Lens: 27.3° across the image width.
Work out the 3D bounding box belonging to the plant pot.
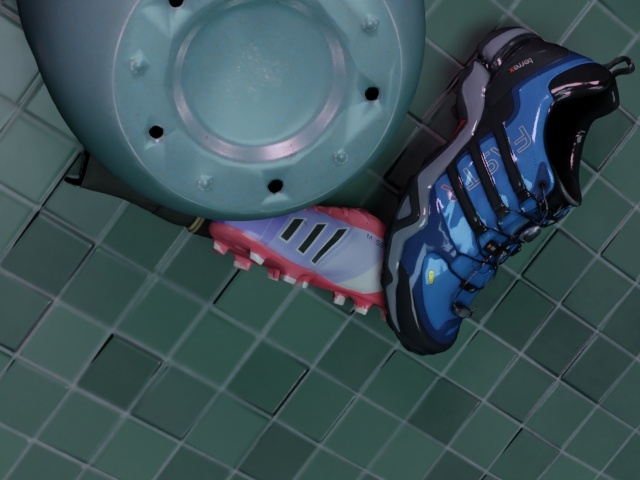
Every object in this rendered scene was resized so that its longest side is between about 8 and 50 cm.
[{"bbox_3d":[-0.061,-0.146,0.903,0.293,0.235,0.293,-5,117,-10],"label":"plant pot"}]

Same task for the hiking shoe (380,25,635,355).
[{"bbox_3d":[0.151,-0.034,1.137,0.113,0.132,0.304,15,97,-51],"label":"hiking shoe"}]

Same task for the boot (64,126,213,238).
[{"bbox_3d":[-0.115,-0.106,1.085,0.137,0.077,0.198,18,105,-20],"label":"boot"}]

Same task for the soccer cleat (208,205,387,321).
[{"bbox_3d":[0.000,0.000,1.147,0.248,0.083,0.095,25,83,-45],"label":"soccer cleat"}]
